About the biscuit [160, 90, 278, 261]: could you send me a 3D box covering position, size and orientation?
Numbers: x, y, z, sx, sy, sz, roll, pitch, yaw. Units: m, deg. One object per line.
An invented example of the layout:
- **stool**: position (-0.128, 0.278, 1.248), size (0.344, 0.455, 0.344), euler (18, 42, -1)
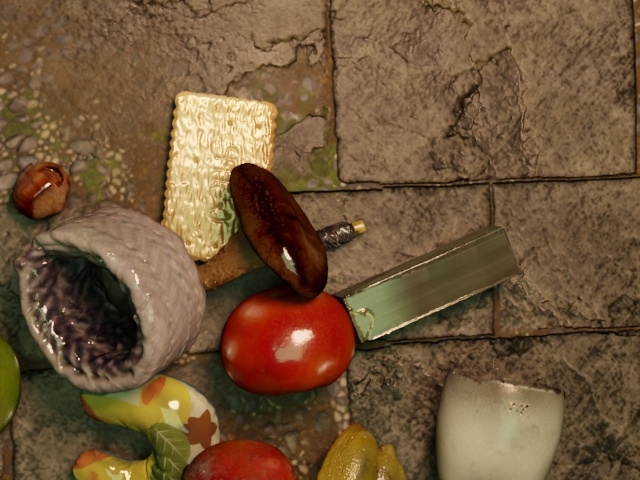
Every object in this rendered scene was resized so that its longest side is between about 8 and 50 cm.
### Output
- **biscuit**: position (-0.152, -0.091, 1.418), size (0.160, 0.030, 0.250), euler (5, 90, -11)

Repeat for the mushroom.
- **mushroom**: position (-0.110, 0.030, 1.342), size (0.217, 0.148, 0.227), euler (-39, 52, 12)

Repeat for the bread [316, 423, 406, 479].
- **bread**: position (0.069, 0.370, 1.412), size (0.149, 0.065, 0.188), euler (45, 49, -17)

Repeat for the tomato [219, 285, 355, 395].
- **tomato**: position (-0.047, 0.139, 1.361), size (0.195, 0.195, 0.136), euler (-7, 105, -9)

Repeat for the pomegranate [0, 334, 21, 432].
- **pomegranate**: position (-0.519, 0.197, 1.308), size (0.240, 0.159, 0.190), euler (7, 81, 18)

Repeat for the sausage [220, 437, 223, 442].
- **sausage**: position (-0.191, 0.273, 1.420), size (0.116, 0.026, 0.026), euler (43, 84, -8)

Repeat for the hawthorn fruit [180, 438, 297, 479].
- **hawthorn fruit**: position (-0.103, 0.354, 1.293), size (0.172, 0.173, 0.173), euler (0, 91, -9)

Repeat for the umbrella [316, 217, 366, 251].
- **umbrella**: position (0.000, 0.000, 1.441), size (0.143, 0.037, 0.040), euler (-18, 80, -6)

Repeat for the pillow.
- **pillow**: position (-0.249, 0.302, 1.374), size (0.214, 0.086, 0.234), euler (11, 104, 2)

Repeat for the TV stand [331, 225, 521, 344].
- **TV stand**: position (0.159, 0.066, 1.443), size (0.269, 0.088, 0.083), euler (-22, 96, -9)

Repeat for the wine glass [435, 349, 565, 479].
- **wine glass**: position (0.250, 0.353, 1.415), size (0.190, 0.190, 0.357), euler (9, 88, -10)

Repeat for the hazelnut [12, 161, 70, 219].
- **hazelnut**: position (-0.398, -0.072, 1.358), size (0.086, 0.086, 0.087), euler (0, 91, -9)

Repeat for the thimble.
- **thimble**: position (-0.282, 0.076, 1.301), size (0.245, 0.157, 0.217), euler (44, 116, 7)
